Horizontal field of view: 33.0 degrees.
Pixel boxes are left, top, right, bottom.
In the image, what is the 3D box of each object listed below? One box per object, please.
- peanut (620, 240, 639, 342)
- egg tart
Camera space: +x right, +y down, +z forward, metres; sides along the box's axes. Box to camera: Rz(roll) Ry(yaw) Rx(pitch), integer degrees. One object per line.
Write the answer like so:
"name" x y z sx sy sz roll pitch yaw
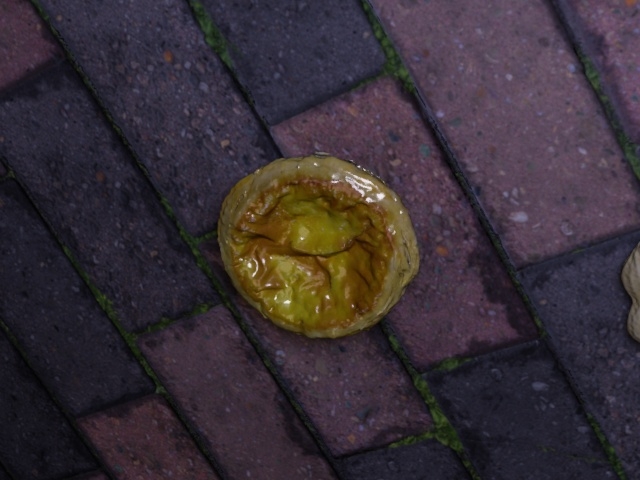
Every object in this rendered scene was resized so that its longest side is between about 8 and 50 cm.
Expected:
"peanut" 0.489 0.078 1.603 0.082 0.082 0.187 -2 119 22
"egg tart" 0.001 -0.001 1.713 0.342 0.132 0.341 9 120 16
